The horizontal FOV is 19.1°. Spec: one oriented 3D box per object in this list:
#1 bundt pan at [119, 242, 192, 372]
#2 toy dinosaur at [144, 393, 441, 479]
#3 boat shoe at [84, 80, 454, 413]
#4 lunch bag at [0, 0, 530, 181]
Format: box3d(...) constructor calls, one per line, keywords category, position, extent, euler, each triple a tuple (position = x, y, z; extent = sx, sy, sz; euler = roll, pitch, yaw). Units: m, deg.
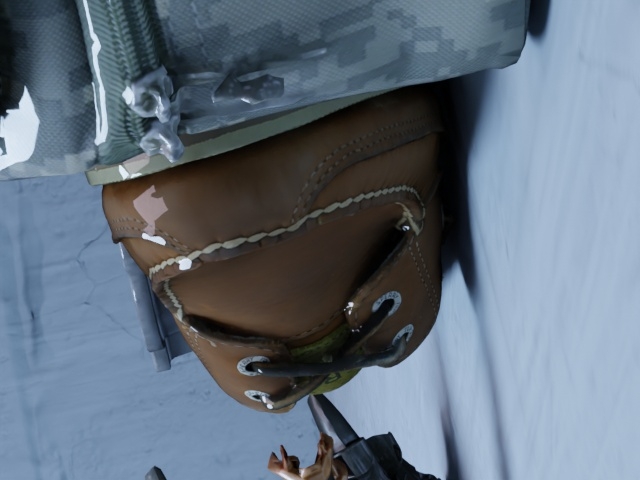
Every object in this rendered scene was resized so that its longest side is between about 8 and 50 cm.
box3d(category="bundt pan", position=(-0.053, -0.108, 0.948), extent=(0.331, 0.124, 0.330), euler=(169, 90, -86))
box3d(category="toy dinosaur", position=(0.026, 0.183, 0.738), extent=(0.218, 0.164, 0.322), euler=(57, 143, 43))
box3d(category="boat shoe", position=(0.000, 0.000, 0.626), extent=(0.307, 0.111, 0.104), euler=(-12, -93, -83))
box3d(category="lunch bag", position=(-0.099, -0.150, 0.372), extent=(0.305, 0.256, 0.212), euler=(83, 176, -56))
